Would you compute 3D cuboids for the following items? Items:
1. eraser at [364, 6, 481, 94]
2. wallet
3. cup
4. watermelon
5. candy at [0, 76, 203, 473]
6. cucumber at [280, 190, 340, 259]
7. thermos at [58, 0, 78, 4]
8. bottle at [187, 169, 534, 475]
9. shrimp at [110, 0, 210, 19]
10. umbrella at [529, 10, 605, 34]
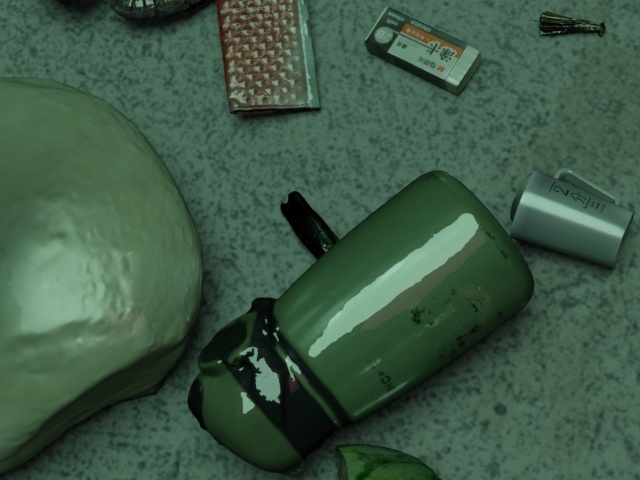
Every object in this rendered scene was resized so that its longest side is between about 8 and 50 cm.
[{"bbox_3d":[0.112,-0.208,1.682,0.122,0.029,0.052,29,78,20],"label":"eraser"},{"bbox_3d":[-0.061,-0.234,1.707,0.103,0.020,0.196,-5,75,-10],"label":"wallet"},{"bbox_3d":[0.259,-0.030,1.571,0.116,0.074,0.104,20,46,14],"label":"cup"},{"bbox_3d":[0.062,0.269,1.470,0.098,0.121,0.158,7,73,-6],"label":"watermelon"},{"bbox_3d":[-0.322,0.014,1.606,0.386,0.186,0.427,-22,63,6],"label":"candy"},{"bbox_3d":[-0.001,-0.001,1.622,0.033,0.034,0.135,-40,67,0],"label":"cucumber"},{"bbox_3d":[-0.230,-0.400,1.759,0.182,0.145,0.286,21,76,26],"label":"thermos"},{"bbox_3d":[0.032,0.090,1.506,0.347,0.168,0.168,-37,67,-6],"label":"bottle"},{"bbox_3d":[-0.159,-0.289,1.751,0.165,0.056,0.065,-20,47,-10],"label":"shrimp"},{"bbox_3d":[0.268,-0.235,1.668,0.083,0.020,0.031,4,31,12],"label":"umbrella"}]
